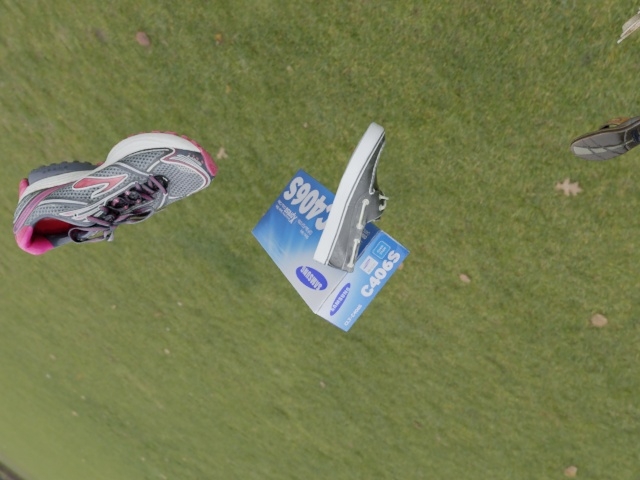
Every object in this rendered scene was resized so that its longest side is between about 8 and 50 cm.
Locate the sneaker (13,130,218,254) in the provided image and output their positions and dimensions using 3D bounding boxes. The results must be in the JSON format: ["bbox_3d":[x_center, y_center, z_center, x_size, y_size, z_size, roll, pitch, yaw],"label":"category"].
[{"bbox_3d":[-0.283,-0.057,0.828,0.299,0.112,0.120,-17,140,11],"label":"sneaker"}]

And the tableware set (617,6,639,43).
[{"bbox_3d":[0.592,-0.417,1.024,0.020,0.141,0.168,55,179,8],"label":"tableware set"}]

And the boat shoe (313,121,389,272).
[{"bbox_3d":[0.057,-0.056,0.832,0.070,0.077,0.219,22,115,3],"label":"boat shoe"}]

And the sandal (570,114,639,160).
[{"bbox_3d":[0.654,-0.239,1.282,0.219,0.060,0.090,-25,133,23],"label":"sandal"}]

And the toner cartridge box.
[{"bbox_3d":[0.000,0.000,1.044,0.075,0.165,0.348,34,-175,-31],"label":"toner cartridge box"}]
